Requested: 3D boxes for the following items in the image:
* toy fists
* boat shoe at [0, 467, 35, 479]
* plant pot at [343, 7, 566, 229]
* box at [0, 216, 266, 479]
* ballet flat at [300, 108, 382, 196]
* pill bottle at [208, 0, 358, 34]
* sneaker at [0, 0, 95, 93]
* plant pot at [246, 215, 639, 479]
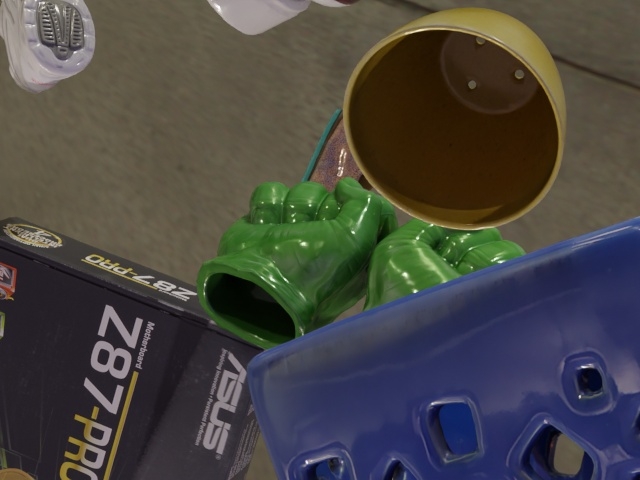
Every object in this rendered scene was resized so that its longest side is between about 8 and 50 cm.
[{"bbox_3d":[0.044,0.026,1.313,0.142,0.279,0.096,-42,136,-39],"label":"toy fists"},{"bbox_3d":[-0.248,0.269,1.477,0.063,0.170,0.059,-14,136,-21],"label":"boat shoe"},{"bbox_3d":[0.092,-0.087,1.052,0.134,0.095,0.134,10,123,16],"label":"plant pot"},{"bbox_3d":[-0.234,0.213,1.728,0.318,0.097,0.395,21,106,11],"label":"box"},{"bbox_3d":[0.000,0.000,1.790,0.106,0.107,0.316,27,69,6],"label":"ballet flat"},{"bbox_3d":[0.053,-0.380,1.807,0.392,0.224,0.224,-24,109,22],"label":"pill bottle"},{"bbox_3d":[-0.281,-0.250,1.694,0.090,0.115,0.232,13,64,-31],"label":"sneaker"},{"bbox_3d":[0.136,0.124,0.804,0.236,0.236,0.212,3,71,-51],"label":"plant pot"}]
